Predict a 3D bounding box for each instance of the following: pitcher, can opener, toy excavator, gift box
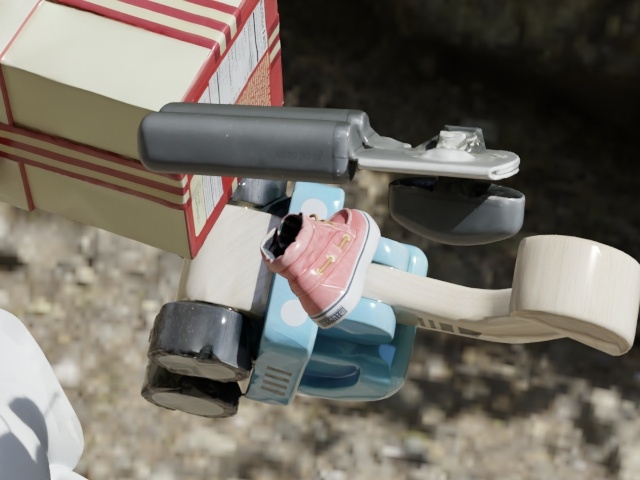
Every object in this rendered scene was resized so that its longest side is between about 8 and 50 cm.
[{"bbox_3d":[-0.180,0.150,1.056,0.178,0.125,0.207,49,22,-11],"label":"pitcher"},{"bbox_3d":[0.008,-0.045,1.450,0.283,0.095,0.076,4,16,15],"label":"can opener"},{"bbox_3d":[0.063,0.059,1.995,0.445,0.433,0.222,11,71,-3],"label":"toy excavator"},{"bbox_3d":[-0.206,-0.152,1.873,0.258,0.255,0.276,19,51,16],"label":"gift box"}]

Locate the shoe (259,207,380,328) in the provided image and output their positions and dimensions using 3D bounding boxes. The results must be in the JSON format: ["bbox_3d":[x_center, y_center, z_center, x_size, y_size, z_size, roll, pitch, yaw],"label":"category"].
[{"bbox_3d":[0.000,0.000,1.712,0.063,0.081,0.178,-34,18,22],"label":"shoe"}]
